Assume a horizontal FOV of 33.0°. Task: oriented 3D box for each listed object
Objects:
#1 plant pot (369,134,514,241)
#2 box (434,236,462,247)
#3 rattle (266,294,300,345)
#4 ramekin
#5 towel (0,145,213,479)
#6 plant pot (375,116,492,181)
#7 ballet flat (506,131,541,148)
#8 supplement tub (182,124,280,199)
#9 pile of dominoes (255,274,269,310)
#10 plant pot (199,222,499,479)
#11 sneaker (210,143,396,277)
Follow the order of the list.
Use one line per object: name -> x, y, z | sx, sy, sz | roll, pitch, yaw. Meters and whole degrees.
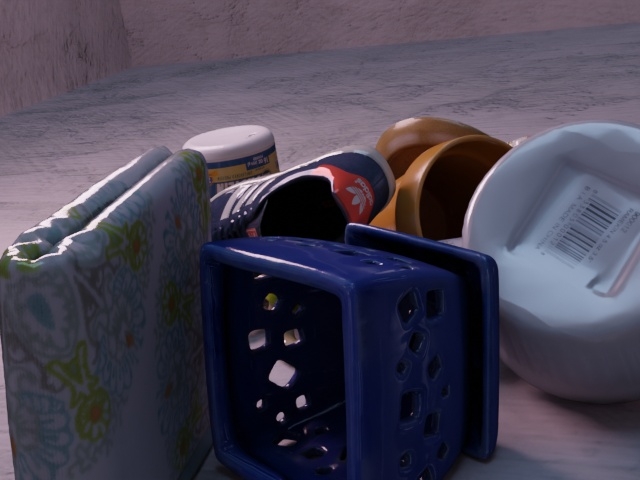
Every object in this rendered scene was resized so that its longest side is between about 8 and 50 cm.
plant pot -> 0.164, -0.026, 1.445 | 0.205, 0.205, 0.188 | -19, 5, -27
box -> 0.148, 0.066, 1.267 | 0.203, 0.114, 0.103 | -8, 18, 1
rattle -> 0.029, 0.096, 1.286 | 0.143, 0.130, 0.200 | 31, -18, -31
ramekin -> 0.276, 0.012, 1.088 | 0.277, 0.135, 0.277 | -10, 60, 18
towel -> -0.180, 0.105, 0.984 | 0.090, 0.320, 0.374 | 1, 19, 11
plant pot -> 0.181, -0.078, 1.546 | 0.236, 0.236, 0.032 | 3, 48, 33
ballet flat -> 0.408, -0.136, 1.816 | 0.241, 0.091, 0.077 | -4, 41, 29
supplement tub -> -0.127, -0.066, 1.670 | 0.144, 0.199, 0.144 | -9, 18, 3
pile of dominoes -> -0.117, 0.092, 1.486 | 0.251, 0.040, 0.196 | -10, 15, -28
plant pot -> 0.038, 0.108, 1.024 | 0.212, 0.236, 0.236 | -14, 18, -36
sneaker -> -0.074, -0.013, 1.389 | 0.350, 0.131, 0.148 | -28, 12, 32
